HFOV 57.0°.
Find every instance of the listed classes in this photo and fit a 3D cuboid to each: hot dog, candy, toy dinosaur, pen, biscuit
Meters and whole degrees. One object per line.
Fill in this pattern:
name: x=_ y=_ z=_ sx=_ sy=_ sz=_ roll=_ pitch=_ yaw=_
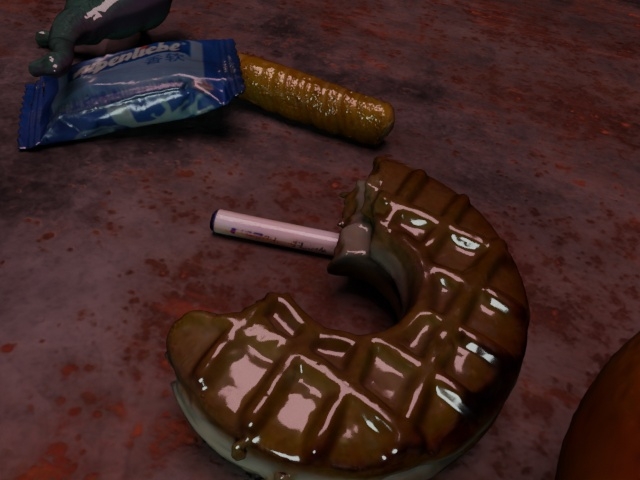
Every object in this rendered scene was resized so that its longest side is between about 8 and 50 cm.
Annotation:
hot dog: x=-0.025 y=-0.216 z=0.908 sx=0.289 sy=0.083 sz=0.068 roll=23 pitch=64 yaw=15
candy: x=-0.277 y=-0.223 z=0.860 sx=0.331 sy=0.077 sz=0.187 roll=-13 pitch=46 yaw=-5
toy dinosaur: x=-0.293 y=-0.355 z=0.925 sx=0.383 sy=0.129 sz=0.331 roll=-29 pitch=40 yaw=-22
pen: x=0.000 y=0.000 z=0.713 sx=0.269 sy=0.033 sz=0.033 roll=12 pitch=43 yaw=3
biscuit: x=0.055 y=0.080 z=0.561 sx=0.268 sy=0.115 sz=0.366 roll=32 pitch=55 yaw=17

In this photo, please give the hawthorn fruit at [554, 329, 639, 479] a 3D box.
hawthorn fruit: x=0.373 y=0.180 z=0.305 sx=0.472 sy=0.471 sz=0.471 roll=4 pitch=43 yaw=-4
